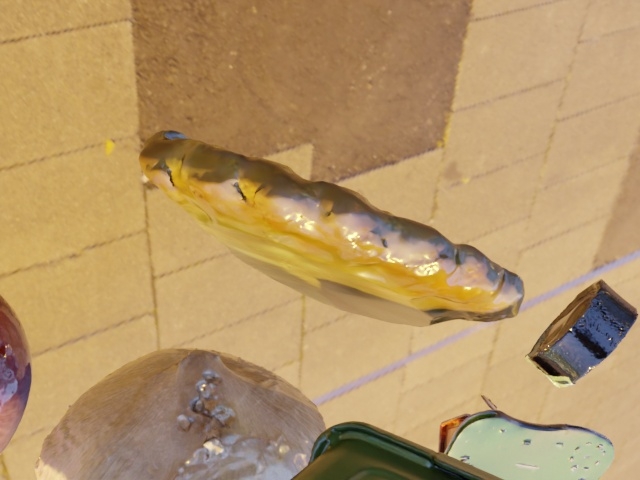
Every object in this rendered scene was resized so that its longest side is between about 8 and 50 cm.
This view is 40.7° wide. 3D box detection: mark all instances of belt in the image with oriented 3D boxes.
[{"bbox_3d":[0.371,0.139,1.240,0.151,0.078,0.198,-46,172,-19],"label":"belt"}]

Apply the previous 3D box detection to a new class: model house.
[{"bbox_3d":[0.317,0.349,1.463,0.294,0.154,0.207,14,112,-17],"label":"model house"}]

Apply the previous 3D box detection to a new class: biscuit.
[{"bbox_3d":[0.000,0.000,0.740,0.335,0.329,0.078,24,82,-11],"label":"biscuit"}]

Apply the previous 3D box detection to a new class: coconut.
[{"bbox_3d":[-0.166,0.309,1.114,0.405,0.404,0.404,-24,138,-24],"label":"coconut"}]

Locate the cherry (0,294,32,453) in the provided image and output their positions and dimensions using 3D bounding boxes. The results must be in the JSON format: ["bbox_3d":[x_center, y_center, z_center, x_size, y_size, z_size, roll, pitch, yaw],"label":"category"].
[{"bbox_3d":[-0.394,0.131,0.852,0.206,0.239,0.239,19,114,-19],"label":"cherry"}]

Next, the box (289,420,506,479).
[{"bbox_3d":[0.086,0.317,0.679,0.178,0.329,0.252,-2,107,-64],"label":"box"}]
